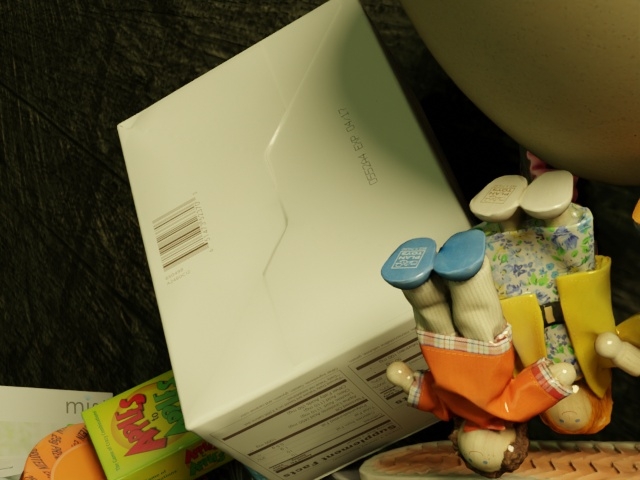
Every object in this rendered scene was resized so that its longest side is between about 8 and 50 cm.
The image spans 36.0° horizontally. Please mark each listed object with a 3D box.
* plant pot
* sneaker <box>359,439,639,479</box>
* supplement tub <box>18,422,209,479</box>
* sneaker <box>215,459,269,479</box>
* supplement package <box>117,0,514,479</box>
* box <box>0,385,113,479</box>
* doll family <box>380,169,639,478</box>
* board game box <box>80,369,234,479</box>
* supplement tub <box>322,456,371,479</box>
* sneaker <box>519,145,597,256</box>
[{"bbox_3d":[0.162,-0.141,0.487,0.284,0.284,0.191,51,159,48],"label":"plant pot"},{"bbox_3d":[0.149,0.182,0.544,0.302,0.108,0.121,-8,93,50],"label":"sneaker"},{"bbox_3d":[-0.218,0.349,0.905,0.207,0.207,0.338,46,126,50],"label":"supplement tub"},{"bbox_3d":[-0.078,0.196,0.886,0.188,0.067,0.078,41,112,50],"label":"sneaker"},{"bbox_3d":[0.000,0.000,0.682,0.204,0.145,0.262,-28,52,11],"label":"supplement package"},{"bbox_3d":[-0.378,0.290,1.127,0.127,0.262,0.231,-31,56,47],"label":"box"},{"bbox_3d":[0.165,0.045,0.478,0.263,0.163,0.118,-3,34,30],"label":"doll family"},{"bbox_3d":[-0.102,0.148,0.840,0.092,0.181,0.043,48,157,49],"label":"board game box"},{"bbox_3d":[0.013,0.258,0.705,0.106,0.106,0.198,28,105,54],"label":"supplement tub"},{"bbox_3d":[0.144,-0.030,0.647,0.057,0.047,0.119,145,128,-60],"label":"sneaker"}]
